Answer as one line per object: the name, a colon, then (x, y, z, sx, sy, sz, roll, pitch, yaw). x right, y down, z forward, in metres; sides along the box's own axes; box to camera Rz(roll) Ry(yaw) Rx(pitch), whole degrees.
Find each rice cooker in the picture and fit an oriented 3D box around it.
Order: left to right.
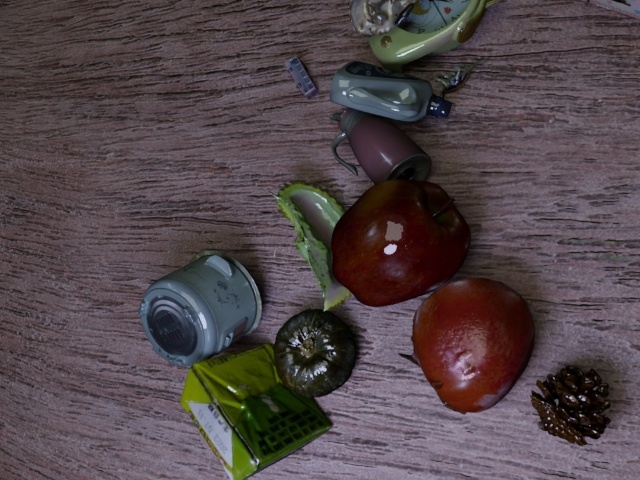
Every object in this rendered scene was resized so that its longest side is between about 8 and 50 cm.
rice cooker: (-0.309, 0.178, 1.562, 0.264, 0.316, 0.316, 29, 95, 18)

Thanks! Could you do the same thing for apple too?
apple: (0.181, 0.004, 1.358, 0.317, 0.288, 0.288, -34, 69, 33)

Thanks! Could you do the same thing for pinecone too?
pinecone: (0.529, 0.342, 1.224, 0.173, 0.173, 0.173, -4, 81, 25)

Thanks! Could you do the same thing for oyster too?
oyster: (0.218, -0.625, 1.420, 0.345, 0.078, 0.129, -36, 90, 13)

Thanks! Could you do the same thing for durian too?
durian: (0.001, -0.003, 1.504, 0.157, 0.169, 0.355, -31, 76, 18)

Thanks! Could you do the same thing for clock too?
clock: (0.285, -0.606, 1.485, 0.348, 0.117, 0.286, -13, 77, 22)

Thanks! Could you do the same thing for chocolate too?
chocolate: (-0.167, 0.425, 1.457, 0.289, 0.301, 0.137, 49, 115, 23)

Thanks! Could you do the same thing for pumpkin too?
pumpkin: (-0.016, 0.285, 1.479, 0.223, 0.157, 0.224, -5, 72, 17)

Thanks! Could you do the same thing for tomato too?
tomato: (0.336, 0.247, 1.263, 0.309, 0.170, 0.309, 4, 110, 10)

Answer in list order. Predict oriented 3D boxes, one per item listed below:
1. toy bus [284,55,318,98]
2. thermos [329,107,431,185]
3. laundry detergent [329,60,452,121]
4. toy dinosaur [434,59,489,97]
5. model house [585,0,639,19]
toy bus: (-0.055, -0.467, 1.668, 0.052, 0.037, 0.131, -33, 71, 15)
thermos: (0.136, -0.234, 1.491, 0.176, 0.146, 0.265, -39, 59, 1)
laundry detergent: (0.183, -0.357, 1.449, 0.280, 0.215, 0.105, 23, 121, 16)
toy dinosaur: (0.339, -0.411, 1.478, 0.180, 0.037, 0.058, -40, 92, 22)
model house: (0.685, -0.588, 1.227, 0.326, 0.244, 0.169, 34, 100, 26)
